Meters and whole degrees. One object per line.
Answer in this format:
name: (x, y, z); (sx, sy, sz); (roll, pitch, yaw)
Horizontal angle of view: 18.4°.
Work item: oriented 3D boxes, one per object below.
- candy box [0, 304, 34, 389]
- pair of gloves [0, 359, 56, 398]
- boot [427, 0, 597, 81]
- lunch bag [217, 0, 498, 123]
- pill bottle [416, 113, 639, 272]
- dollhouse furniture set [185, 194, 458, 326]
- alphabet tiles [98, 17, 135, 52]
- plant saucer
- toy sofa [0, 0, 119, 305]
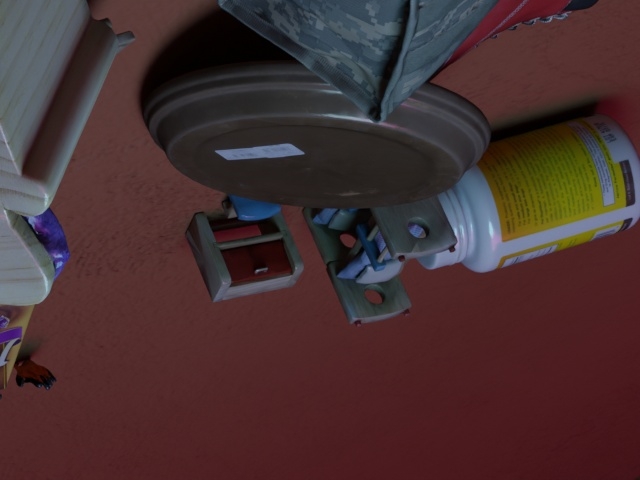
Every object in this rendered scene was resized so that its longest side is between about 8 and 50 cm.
candy box: (-0.319, 0.081, 1.736); (0.109, 0.053, 0.186); (-13, 156, -25)
pair of gloves: (-0.294, 0.133, 1.858); (0.083, 0.074, 0.010); (-13, 109, -24)
boot: (0.127, -0.173, 1.578); (0.176, 0.088, 0.244); (3, 142, -50)
lunch bag: (0.075, -0.247, 1.169); (0.235, 0.169, 0.287); (-48, 169, -24)
pill bottle: (0.188, -0.040, 1.864); (0.215, 0.117, 0.117); (-16, 155, -17)
dollhouse furniture set: (0.000, 0.000, 1.761); (0.184, 0.129, 0.129); (-11, 153, -26)
alphabet tiles: (-0.297, -0.066, 1.339); (0.343, 0.011, 0.285); (-24, 177, -41)
plant saucer: (-0.004, -0.076, 1.565); (0.278, 0.041, 0.278); (4, 165, 1)
toy sofa: (-0.303, -0.071, 1.090); (0.363, 0.150, 0.177); (-3, 129, 15)
